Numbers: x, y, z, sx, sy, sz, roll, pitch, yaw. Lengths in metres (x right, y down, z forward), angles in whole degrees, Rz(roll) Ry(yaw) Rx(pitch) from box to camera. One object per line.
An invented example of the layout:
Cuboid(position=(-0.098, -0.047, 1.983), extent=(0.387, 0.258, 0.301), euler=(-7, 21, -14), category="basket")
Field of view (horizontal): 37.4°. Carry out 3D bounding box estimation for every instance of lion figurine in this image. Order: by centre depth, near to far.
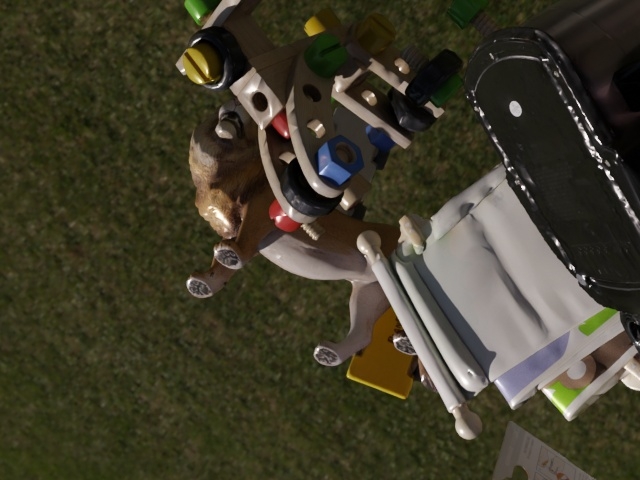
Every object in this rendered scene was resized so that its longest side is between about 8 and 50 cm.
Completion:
Cuboid(position=(0.000, 0.000, 1.110), extent=(0.392, 0.240, 0.142), euler=(33, 135, -4), category="lion figurine")

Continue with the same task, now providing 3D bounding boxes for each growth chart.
Cuboid(position=(0.141, 0.011, 0.528), extent=(0.237, 0.021, 0.171), euler=(-33, 63, 24), category="growth chart")

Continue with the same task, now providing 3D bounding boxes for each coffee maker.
Cuboid(position=(0.177, -0.056, 0.404), extent=(0.171, 0.178, 0.120), euler=(63, 169, -28), category="coffee maker")

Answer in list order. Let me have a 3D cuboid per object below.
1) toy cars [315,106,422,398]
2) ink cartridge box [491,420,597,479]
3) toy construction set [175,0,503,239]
Cuboid(position=(0.060, 0.017, 1.228), extent=(0.087, 0.177, 0.393), euler=(106, 145, -69), category="toy cars")
Cuboid(position=(0.253, 0.307, 0.916), extent=(0.232, 0.189, 0.066), euler=(30, 122, 5), category="ink cartridge box")
Cuboid(position=(-0.022, -0.152, 0.948), extent=(0.237, 0.257, 0.309), euler=(46, 160, 3), category="toy construction set")
